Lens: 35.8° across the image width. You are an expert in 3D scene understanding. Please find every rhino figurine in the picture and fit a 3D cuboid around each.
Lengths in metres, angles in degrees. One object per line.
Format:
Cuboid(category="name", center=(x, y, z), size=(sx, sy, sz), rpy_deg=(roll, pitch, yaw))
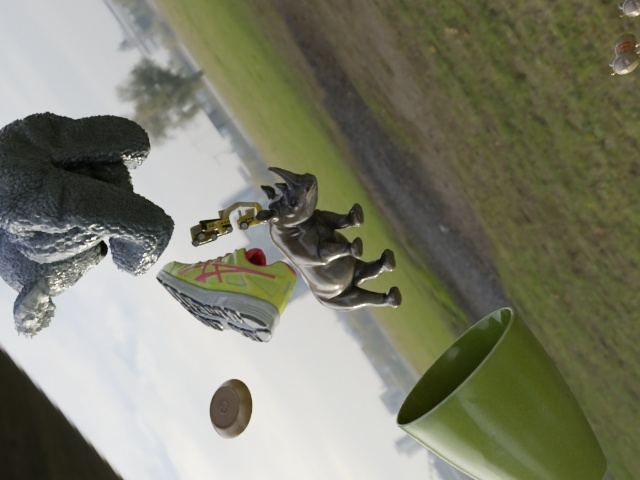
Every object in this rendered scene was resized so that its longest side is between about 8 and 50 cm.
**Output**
Cuboid(category="rhino figurine", center=(0.000, 0.000, 1.130), size=(0.243, 0.106, 0.073), rpy_deg=(53, -144, -41))

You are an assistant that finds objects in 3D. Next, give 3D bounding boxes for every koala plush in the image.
Cuboid(category="koala plush", center=(-0.308, -0.015, 1.129), size=(0.203, 0.221, 0.196), rpy_deg=(5, -131, -32))

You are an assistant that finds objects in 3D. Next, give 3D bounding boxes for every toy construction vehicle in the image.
Cuboid(category="toy construction vehicle", center=(-0.116, -0.024, 1.217), size=(0.086, 0.098, 0.035), rpy_deg=(-160, 52, -82))

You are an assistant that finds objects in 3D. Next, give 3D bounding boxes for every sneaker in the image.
Cuboid(category="sneaker", center=(-0.100, 0.048, 1.108), size=(0.208, 0.094, 0.081), rpy_deg=(14, 153, 45))

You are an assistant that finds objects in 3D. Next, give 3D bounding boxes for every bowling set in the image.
Cuboid(category="bowling set", center=(0.594, -0.431, 1.736), size=(0.200, 0.287, 0.154), rpy_deg=(48, -147, -16))

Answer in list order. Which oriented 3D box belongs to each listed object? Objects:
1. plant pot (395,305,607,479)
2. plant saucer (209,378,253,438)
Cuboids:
Cuboid(category="plant pot", center=(0.326, 0.308, 1.653), size=(0.293, 0.275, 0.275), rpy_deg=(44, 180, -2))
Cuboid(category="plant saucer", center=(-0.128, 0.232, 1.371), size=(0.015, 0.083, 0.083), rpy_deg=(17, -151, -47))
